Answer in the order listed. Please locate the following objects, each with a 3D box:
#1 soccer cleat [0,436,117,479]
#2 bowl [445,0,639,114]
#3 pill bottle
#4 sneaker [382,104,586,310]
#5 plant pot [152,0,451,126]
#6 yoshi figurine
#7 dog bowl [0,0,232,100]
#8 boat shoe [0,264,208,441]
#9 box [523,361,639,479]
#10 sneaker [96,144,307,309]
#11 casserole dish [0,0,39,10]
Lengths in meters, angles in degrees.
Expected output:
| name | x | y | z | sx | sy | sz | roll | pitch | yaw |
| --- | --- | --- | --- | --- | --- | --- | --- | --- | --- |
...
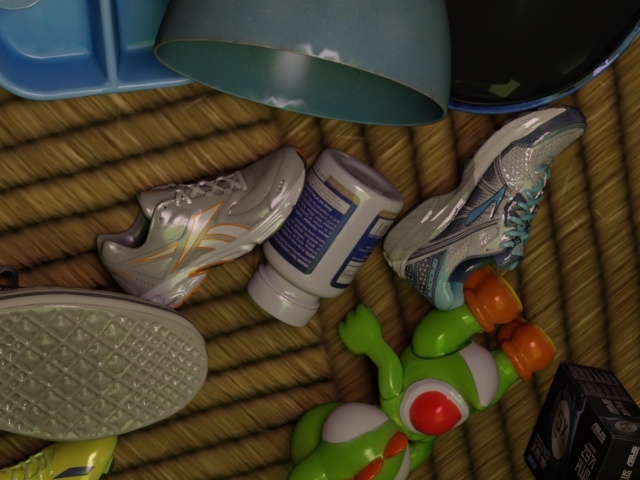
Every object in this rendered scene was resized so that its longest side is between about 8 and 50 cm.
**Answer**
| name | x | y | z | sx | sy | sz | roll | pitch | yaw |
| --- | --- | --- | --- | --- | --- | --- | --- | --- | --- |
| soccer cleat | -0.364 | 0.302 | 1.905 | 0.289 | 0.093 | 0.121 | -40 | 113 | 8 |
| bowl | 0.195 | -0.316 | 1.737 | 0.391 | 0.077 | 0.391 | -5 | 117 | -10 |
| pill bottle | 0.000 | 0.000 | 1.828 | 0.112 | 0.112 | 0.187 | 28 | 106 | -23 |
| sneaker | 0.209 | -0.032 | 1.838 | 0.283 | 0.122 | 0.110 | -45 | 154 | 17 |
| plant pot | 0.000 | -0.243 | 1.572 | 0.290 | 0.290 | 0.195 | 14 | 84 | -19 |
| yoshi figurine | 0.091 | 0.189 | 1.938 | 0.362 | 0.203 | 0.203 | -40 | 159 | -7 |
| dog bowl | -0.224 | -0.229 | 1.686 | 0.297 | 0.074 | 0.166 | -7 | 117 | -10 |
| boat shoe | -0.374 | 0.119 | 1.774 | 0.500 | 0.156 | 0.187 | -2 | 114 | -7 |
| box | 0.334 | 0.260 | 1.991 | 0.077 | 0.180 | 0.147 | 11 | 113 | -18 |
| sneaker | -0.134 | -0.030 | 1.794 | 0.262 | 0.099 | 0.121 | -39 | 113 | 6 |
| casserole dish | -0.310 | -0.312 | 1.603 | 0.114 | 0.037 | 0.188 | -8 | 80 | -8 |
